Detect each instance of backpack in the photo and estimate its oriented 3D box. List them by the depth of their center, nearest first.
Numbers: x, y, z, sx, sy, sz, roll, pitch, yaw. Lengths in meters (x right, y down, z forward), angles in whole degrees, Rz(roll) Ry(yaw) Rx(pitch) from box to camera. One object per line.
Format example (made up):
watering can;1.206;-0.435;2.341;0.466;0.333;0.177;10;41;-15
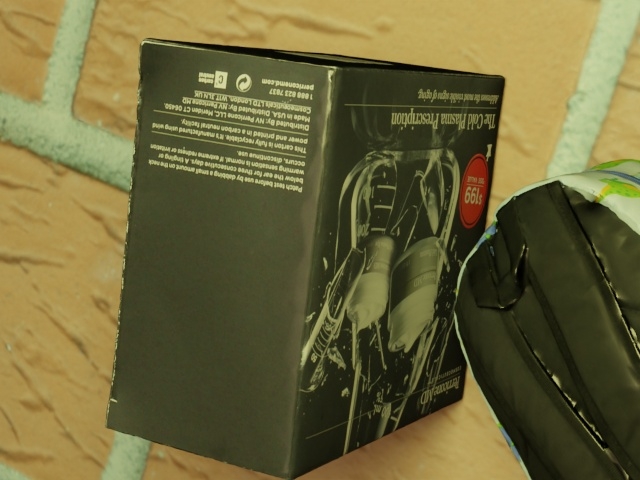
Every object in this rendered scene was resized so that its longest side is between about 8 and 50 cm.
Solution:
backpack;0.262;0.104;1.089;0.355;0.273;0.290;45;134;14

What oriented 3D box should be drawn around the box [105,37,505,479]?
box;0.000;0.000;1.180;0.179;0.343;0.312;12;101;27
